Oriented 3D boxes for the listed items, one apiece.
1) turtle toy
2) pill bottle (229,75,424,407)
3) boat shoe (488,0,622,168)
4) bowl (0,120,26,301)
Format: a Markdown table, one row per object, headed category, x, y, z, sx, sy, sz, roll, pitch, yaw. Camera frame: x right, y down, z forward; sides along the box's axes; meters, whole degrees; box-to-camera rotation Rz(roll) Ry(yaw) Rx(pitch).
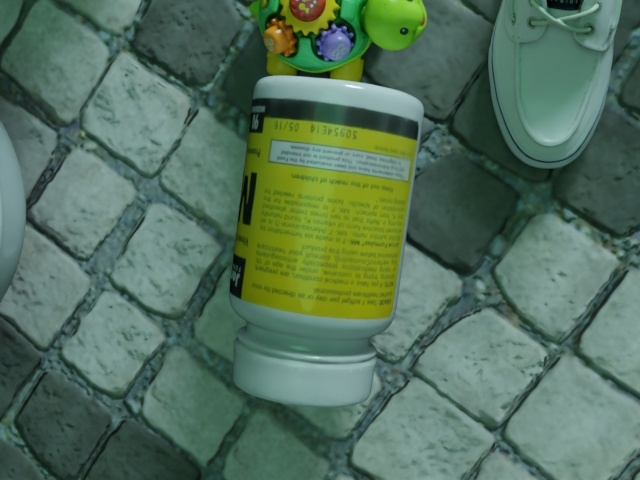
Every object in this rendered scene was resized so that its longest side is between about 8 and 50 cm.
| category | x | y | z | sx | sy | sz | roll | pitch | yaw |
| --- | --- | --- | --- | --- | --- | --- | --- | --- | --- |
| turtle toy | 0.011 | -0.161 | 0.539 | 0.130 | 0.066 | 0.095 | 8 | 95 | 10 |
| pill bottle | 0.000 | 0.000 | 0.524 | 0.119 | 0.119 | 0.209 | 8 | 94 | 10 |
| boat shoe | 0.157 | -0.162 | 0.506 | 0.083 | 0.076 | 0.226 | 2 | 94 | 11 |
| bowl | -0.342 | -0.026 | 0.580 | 0.297 | 0.134 | 0.298 | 1 | 93 | 10 |
